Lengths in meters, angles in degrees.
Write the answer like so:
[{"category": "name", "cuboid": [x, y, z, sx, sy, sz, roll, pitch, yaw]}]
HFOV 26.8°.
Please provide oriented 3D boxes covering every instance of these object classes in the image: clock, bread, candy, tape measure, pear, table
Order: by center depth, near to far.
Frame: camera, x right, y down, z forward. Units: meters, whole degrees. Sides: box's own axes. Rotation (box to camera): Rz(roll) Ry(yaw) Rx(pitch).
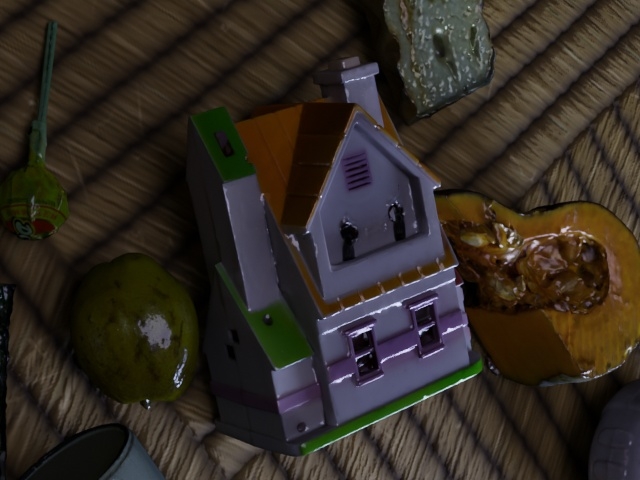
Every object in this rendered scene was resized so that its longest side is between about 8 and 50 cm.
[{"category": "table", "cuboid": [-0.151, 0.273, 1.107, 0.126, 0.126, 0.220, -42, 112, -29]}, {"category": "candy", "cuboid": [-0.233, -0.094, 1.123, 0.058, 0.062, 0.193, 1, 74, 9]}, {"category": "pear", "cuboid": [-0.156, 0.077, 1.126, 0.107, 0.107, 0.131, -5, 81, -35]}, {"category": "clock", "cuboid": [0.000, 0.000, 1.206, 0.235, 0.166, 0.309, -20, 106, -34]}, {"category": "bread", "cuboid": [0.098, -0.237, 1.337, 0.128, 0.088, 0.232, -21, 106, -25]}, {"category": "tape measure", "cuboid": [0.379, 0.247, 1.476, 0.236, 0.120, 0.197, -17, 103, -39]}]

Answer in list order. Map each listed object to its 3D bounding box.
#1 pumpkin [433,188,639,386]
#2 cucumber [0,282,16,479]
[{"category": "pumpkin", "cuboid": [0.193, 0.052, 1.351, 0.281, 0.139, 0.190, 5, 84, -33]}, {"category": "cucumber", "cuboid": [-0.275, 0.126, 1.072, 0.058, 0.058, 0.187, 3, 85, -35]}]
